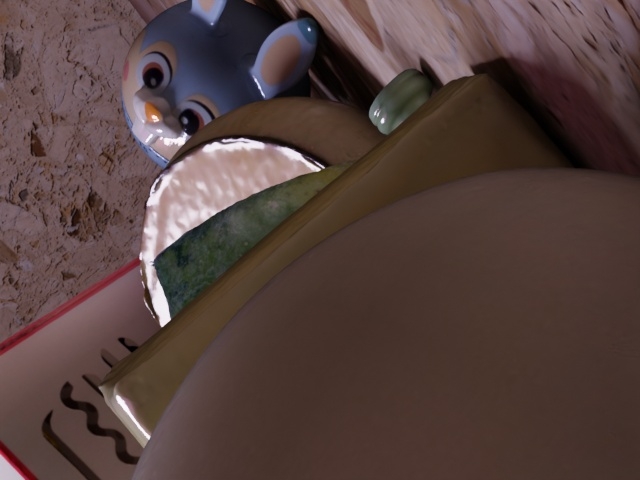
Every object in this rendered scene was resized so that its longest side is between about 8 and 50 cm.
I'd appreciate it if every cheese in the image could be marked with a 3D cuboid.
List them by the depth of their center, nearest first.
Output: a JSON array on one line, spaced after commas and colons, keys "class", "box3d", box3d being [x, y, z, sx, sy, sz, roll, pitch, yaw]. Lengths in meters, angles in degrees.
[{"class": "cheese", "box3d": [0.068, 0.093, 0.772, 0.265, 0.242, 0.124, 50, 177, -6]}]

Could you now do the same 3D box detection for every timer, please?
[{"class": "timer", "box3d": [-0.089, -0.132, 1.283, 0.175, 0.175, 0.255, 50, 176, 8]}]

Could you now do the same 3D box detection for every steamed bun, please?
[{"class": "steamed bun", "box3d": [0.058, 0.123, 0.527, 0.206, 0.324, 0.324, 40, -176, -35]}]

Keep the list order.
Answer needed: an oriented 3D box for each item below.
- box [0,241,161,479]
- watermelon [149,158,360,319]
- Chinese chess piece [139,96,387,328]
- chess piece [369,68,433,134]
[{"class": "box", "box3d": [-0.111, 0.218, 1.392, 0.314, 0.300, 0.312, 40, 147, 25]}, {"class": "watermelon", "box3d": [0.051, 0.089, 1.000, 0.261, 0.213, 0.201, 66, -170, 16]}, {"class": "Chinese chess piece", "box3d": [-0.013, 0.019, 1.199, 0.257, 0.257, 0.104, 50, -142, 4]}, {"class": "chess piece", "box3d": [0.073, -0.055, 0.914, 0.093, 0.042, 0.042, 44, 176, 14]}]
